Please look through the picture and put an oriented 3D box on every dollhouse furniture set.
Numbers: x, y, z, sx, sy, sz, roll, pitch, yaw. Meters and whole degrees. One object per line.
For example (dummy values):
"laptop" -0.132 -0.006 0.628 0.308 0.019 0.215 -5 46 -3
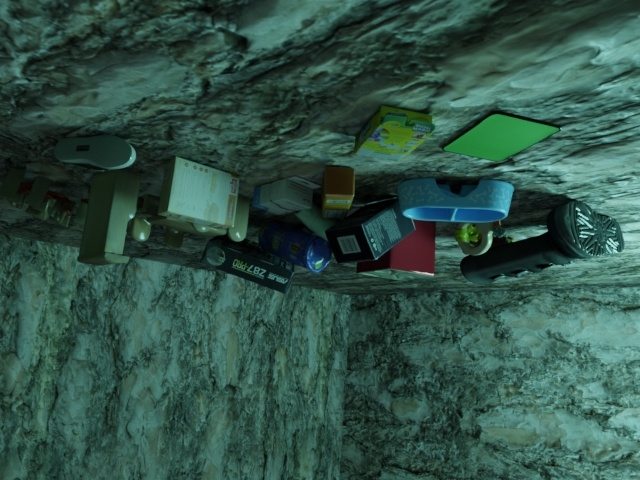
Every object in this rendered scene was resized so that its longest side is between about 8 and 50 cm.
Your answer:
"dollhouse furniture set" -0.482 -0.030 1.477 0.362 0.257 0.394 -5 164 41
"dollhouse furniture set" -0.816 -0.134 1.527 0.259 0.135 0.262 18 166 -7

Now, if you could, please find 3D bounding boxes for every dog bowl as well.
"dog bowl" 0.347 -0.100 1.271 0.297 0.074 0.166 3 168 10

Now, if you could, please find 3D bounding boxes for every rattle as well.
"rattle" 0.523 -0.032 1.495 0.142 0.130 0.199 6 152 -27

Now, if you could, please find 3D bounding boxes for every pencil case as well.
"pencil case" -0.092 0.014 1.711 0.119 0.133 0.306 -8 -162 -40

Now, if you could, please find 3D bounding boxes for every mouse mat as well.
"mouse mat" 0.350 -0.200 0.962 0.152 0.007 0.189 8 167 -16

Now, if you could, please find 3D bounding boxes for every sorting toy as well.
"sorting toy" 0.614 0.005 1.730 0.132 0.046 0.274 -4 166 36

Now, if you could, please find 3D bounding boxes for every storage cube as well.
"storage cube" 0.243 0.019 1.586 0.215 0.193 0.183 10 167 -29

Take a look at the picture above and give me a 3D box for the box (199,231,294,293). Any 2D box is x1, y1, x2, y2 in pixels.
"box" -0.255 0.072 1.834 0.318 0.097 0.395 23 -175 -5

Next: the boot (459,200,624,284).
"boot" 0.619 0.026 1.489 0.367 0.146 0.445 13 160 -38

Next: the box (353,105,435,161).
"box" 0.139 -0.205 0.934 0.105 0.043 0.179 8 170 -13

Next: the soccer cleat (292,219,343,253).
"soccer cleat" 0.000 0.000 1.770 0.318 0.117 0.108 -5 165 39

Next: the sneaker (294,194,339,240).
"sneaker" -0.021 -0.086 1.512 0.151 0.094 0.256 42 180 -11

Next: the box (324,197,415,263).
"box" 0.142 -0.029 1.377 0.207 0.108 0.153 -32 -166 -39

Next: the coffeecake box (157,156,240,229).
"coffeecake box" -0.313 -0.119 1.268 0.185 0.142 0.068 14 165 -38

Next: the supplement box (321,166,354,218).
"supplement box" 0.041 -0.120 1.285 0.080 0.078 0.233 2 169 -4

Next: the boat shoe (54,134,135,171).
"boat shoe" -0.513 -0.201 1.138 0.219 0.078 0.070 9 169 20

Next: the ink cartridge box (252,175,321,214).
"ink cartridge box" -0.095 -0.123 1.362 0.104 0.060 0.180 16 163 -42
